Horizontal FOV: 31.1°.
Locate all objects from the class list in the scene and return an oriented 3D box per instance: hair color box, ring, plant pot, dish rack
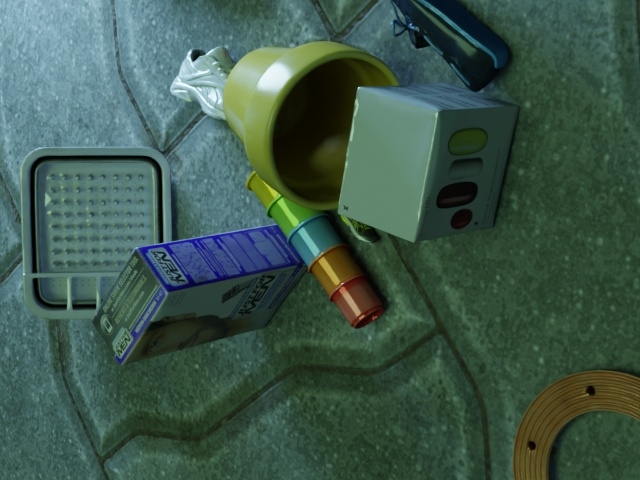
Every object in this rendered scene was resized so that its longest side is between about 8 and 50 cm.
[{"bbox_3d":[-0.195,0.085,1.933,0.110,0.339,0.185,53,127,23],"label":"hair color box"},{"bbox_3d":[0.423,0.346,1.629,0.336,0.032,0.336,8,102,42],"label":"ring"},{"bbox_3d":[-0.032,-0.203,1.820,0.239,0.254,0.254,35,120,51],"label":"plant pot"},{"bbox_3d":[-0.429,-0.018,2.221,0.072,0.285,0.333,-120,30,-78],"label":"dish rack"}]

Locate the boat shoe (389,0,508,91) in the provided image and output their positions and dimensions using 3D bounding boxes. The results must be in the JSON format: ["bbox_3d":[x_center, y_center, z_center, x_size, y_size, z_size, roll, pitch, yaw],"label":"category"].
[{"bbox_3d":[0.159,-0.319,1.708,0.258,0.109,0.089,50,130,27],"label":"boat shoe"}]

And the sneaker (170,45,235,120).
[{"bbox_3d":[-0.176,-0.280,2.029,0.232,0.090,0.115,27,111,35],"label":"sneaker"}]

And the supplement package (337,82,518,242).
[{"bbox_3d":[0.158,-0.118,1.675,0.149,0.203,0.194,23,112,38],"label":"supplement package"}]

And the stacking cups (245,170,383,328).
[{"bbox_3d":[0.000,0.000,1.919,0.316,0.096,0.096,53,127,19],"label":"stacking cups"}]

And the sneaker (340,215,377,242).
[{"bbox_3d":[0.066,-0.029,1.888,0.083,0.031,0.035,46,124,27],"label":"sneaker"}]
